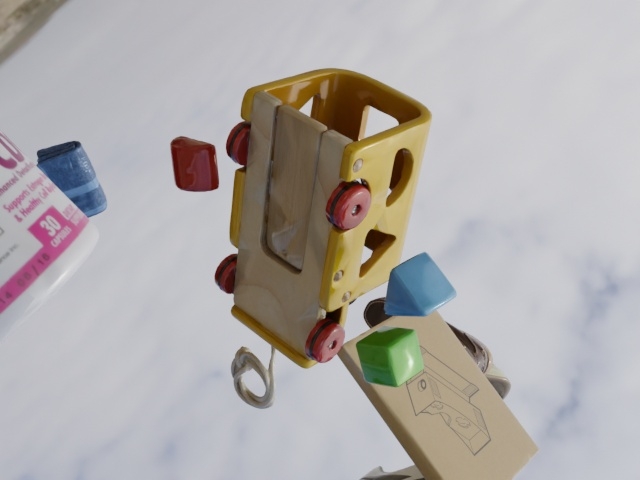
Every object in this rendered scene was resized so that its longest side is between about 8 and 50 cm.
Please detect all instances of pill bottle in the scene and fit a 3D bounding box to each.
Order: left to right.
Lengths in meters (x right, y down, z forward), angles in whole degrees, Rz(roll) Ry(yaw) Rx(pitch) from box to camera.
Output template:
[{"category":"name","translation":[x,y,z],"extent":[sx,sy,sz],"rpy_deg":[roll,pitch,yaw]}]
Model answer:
[{"category":"pill bottle","translation":[-0.321,-0.049,0.667],"extent":[0.160,0.283,0.160],"rpy_deg":[-39,-164,13]}]

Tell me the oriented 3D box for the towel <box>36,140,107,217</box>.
[{"category":"towel","translation":[-0.337,-0.078,1.208],"extent":[0.067,0.119,0.029],"rpy_deg":[-19,-137,-7]}]

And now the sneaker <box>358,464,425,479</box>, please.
[{"category":"sneaker","translation":[0.157,0.295,0.936],"extent":[0.331,0.122,0.146],"rpy_deg":[2,-151,37]}]

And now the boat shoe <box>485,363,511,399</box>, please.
[{"category":"boat shoe","translation":[0.168,0.196,1.391],"extent":[0.109,0.302,0.098],"rpy_deg":[-57,-142,24]}]

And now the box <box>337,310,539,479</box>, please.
[{"category":"box","translation":[0.122,0.163,0.890],"extent":[0.021,0.201,0.164],"rpy_deg":[-44,166,36]}]

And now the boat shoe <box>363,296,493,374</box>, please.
[{"category":"boat shoe","translation":[0.139,0.130,1.232],"extent":[0.207,0.073,0.073],"rpy_deg":[22,-79,36]}]

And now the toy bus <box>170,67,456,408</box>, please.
[{"category":"toy bus","translation":[0.005,-0.007,0.566],"extent":[0.104,0.190,0.202],"rpy_deg":[-25,-178,-40]}]
